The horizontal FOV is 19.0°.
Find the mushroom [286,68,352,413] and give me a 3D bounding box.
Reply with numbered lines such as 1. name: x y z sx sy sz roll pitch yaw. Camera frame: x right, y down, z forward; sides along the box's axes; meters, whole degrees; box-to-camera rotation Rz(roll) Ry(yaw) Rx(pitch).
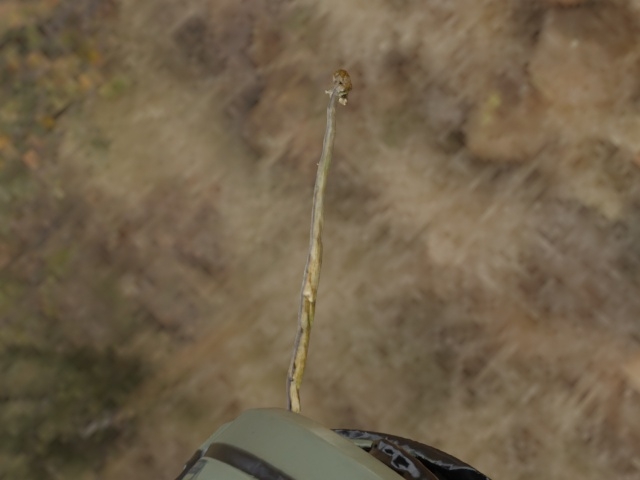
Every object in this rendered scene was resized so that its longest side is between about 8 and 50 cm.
1. mushroom: -0.004 -0.001 1.551 0.026 0.286 0.028 -1 166 44

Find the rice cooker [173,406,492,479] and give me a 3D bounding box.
1. rice cooker: -0.005 0.198 0.834 0.226 0.244 0.226 36 167 10
